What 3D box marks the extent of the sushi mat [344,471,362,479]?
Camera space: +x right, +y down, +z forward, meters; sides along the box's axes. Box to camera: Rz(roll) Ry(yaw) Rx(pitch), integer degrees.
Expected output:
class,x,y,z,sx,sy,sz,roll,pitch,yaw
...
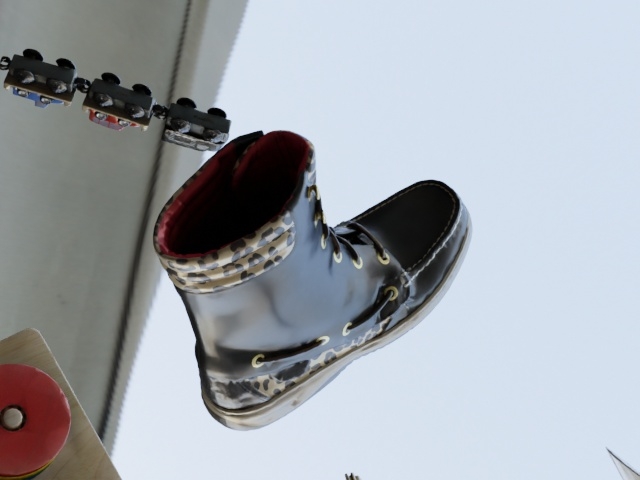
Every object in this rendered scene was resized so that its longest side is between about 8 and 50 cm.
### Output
class,x,y,z,sx,sy,sz,roll,pitch,yaw
sushi mat,0.100,0.347,1.151,0.019,0.316,0.151,-37,-67,3

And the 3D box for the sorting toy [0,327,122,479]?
class,x,y,z,sx,sy,sz,roll,pitch,yaw
sorting toy,-0.273,0.226,0.938,0.257,0.089,0.255,-28,-97,-25

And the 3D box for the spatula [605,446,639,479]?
class,x,y,z,sx,sy,sz,roll,pitch,yaw
spatula,0.195,0.168,0.408,0.019,0.168,0.242,-48,-58,0

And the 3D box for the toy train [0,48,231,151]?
class,x,y,z,sx,sy,sz,roll,pitch,yaw
toy train,-0.138,-0.092,0.815,0.158,0.036,0.027,17,-124,-8

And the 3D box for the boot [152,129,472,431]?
class,x,y,z,sx,sy,sz,roll,pitch,yaw
boot,0.000,0.000,1.266,0.377,0.284,0.138,-36,-129,-16
